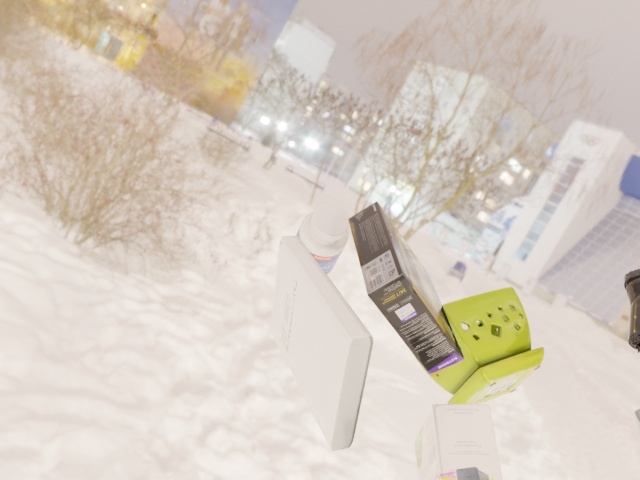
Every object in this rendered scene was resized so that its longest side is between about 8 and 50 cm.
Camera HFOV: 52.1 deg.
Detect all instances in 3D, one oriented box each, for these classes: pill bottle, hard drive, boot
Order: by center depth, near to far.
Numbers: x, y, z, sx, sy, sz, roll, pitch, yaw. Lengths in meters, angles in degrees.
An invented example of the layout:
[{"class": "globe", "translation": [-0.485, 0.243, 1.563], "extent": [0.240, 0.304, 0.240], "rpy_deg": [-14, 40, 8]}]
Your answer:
[{"class": "hard drive", "translation": [-0.012, 0.172, 1.202], "extent": [0.047, 0.233, 0.353], "rpy_deg": [-3, 28, -22]}, {"class": "boot", "translation": [0.784, 0.131, 1.417], "extent": [0.094, 0.246, 0.207], "rpy_deg": [44, 40, -26]}, {"class": "pill bottle", "translation": [0.000, 0.000, 1.634], "extent": [0.124, 0.124, 0.221], "rpy_deg": [29, -29, 3]}]

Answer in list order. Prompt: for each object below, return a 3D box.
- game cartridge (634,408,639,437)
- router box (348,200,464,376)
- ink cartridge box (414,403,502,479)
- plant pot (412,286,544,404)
[{"class": "game cartridge", "translation": [0.840, 0.454, 1.474], "extent": [0.297, 0.198, 0.062], "rpy_deg": [48, 17, -24]}, {"class": "router box", "translation": [0.169, 0.090, 1.343], "extent": [0.243, 0.081, 0.309], "rpy_deg": [52, 14, -27]}, {"class": "ink cartridge box", "translation": [0.264, 0.510, 1.220], "extent": [0.119, 0.207, 0.353], "rpy_deg": [2, 52, -3]}, {"class": "plant pot", "translation": [0.389, 0.272, 1.599], "extent": [0.228, 0.227, 0.207], "rpy_deg": [-12, 58, -25]}]
